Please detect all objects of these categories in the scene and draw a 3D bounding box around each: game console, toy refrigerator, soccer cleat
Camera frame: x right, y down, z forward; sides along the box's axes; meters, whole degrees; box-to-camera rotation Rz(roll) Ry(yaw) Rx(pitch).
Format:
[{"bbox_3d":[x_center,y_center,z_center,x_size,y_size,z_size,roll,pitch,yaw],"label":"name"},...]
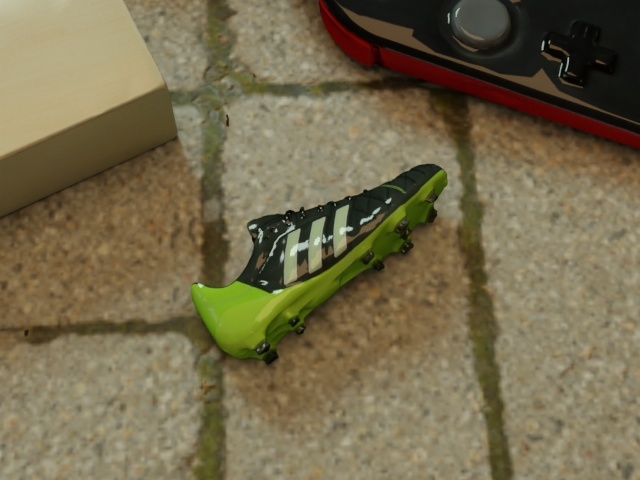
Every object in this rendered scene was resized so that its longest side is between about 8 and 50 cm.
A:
[{"bbox_3d":[0.202,-0.253,0.776,0.342,0.060,0.386,18,69,9],"label":"game console"},{"bbox_3d":[-0.235,-0.065,0.687,0.269,0.094,0.102,-26,76,-9],"label":"toy refrigerator"},{"bbox_3d":[0.000,0.000,0.671,0.179,0.060,0.072,-38,70,-11],"label":"soccer cleat"}]
